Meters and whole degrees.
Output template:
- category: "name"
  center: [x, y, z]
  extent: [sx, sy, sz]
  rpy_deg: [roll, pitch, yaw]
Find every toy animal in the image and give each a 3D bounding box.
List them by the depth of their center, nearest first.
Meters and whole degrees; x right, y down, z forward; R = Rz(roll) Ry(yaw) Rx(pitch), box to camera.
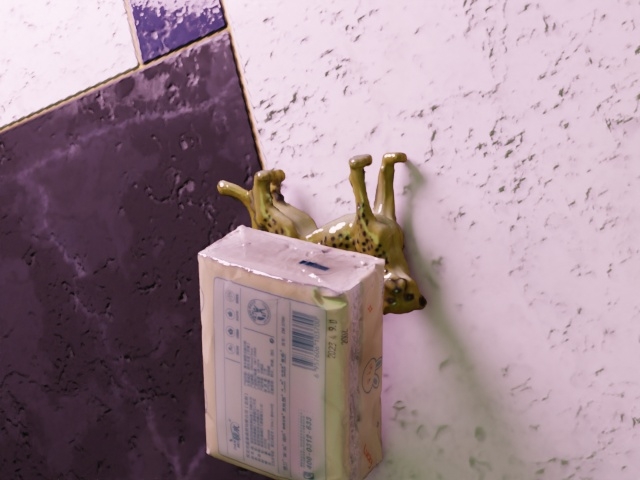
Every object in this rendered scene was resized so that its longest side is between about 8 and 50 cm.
- category: "toy animal"
  center: [0.000, 0.000, 1.172]
  extent: [0.181, 0.073, 0.136]
  rpy_deg: [-6, 91, 25]

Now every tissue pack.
- category: "tissue pack"
  center: [-0.023, 0.101, 1.133]
  extent: [0.148, 0.092, 0.196]
  rpy_deg: [14, 116, 28]
